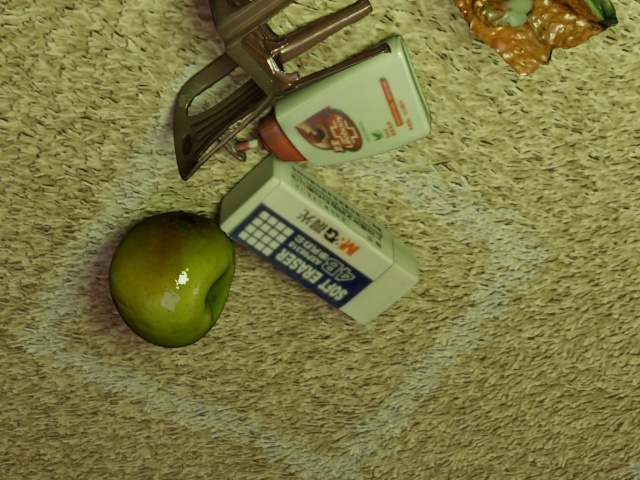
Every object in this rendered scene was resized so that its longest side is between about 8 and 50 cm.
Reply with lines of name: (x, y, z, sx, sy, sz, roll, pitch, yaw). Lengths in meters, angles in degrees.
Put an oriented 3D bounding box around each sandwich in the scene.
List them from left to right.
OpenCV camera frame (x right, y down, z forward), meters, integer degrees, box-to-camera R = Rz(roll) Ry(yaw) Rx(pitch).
sandwich: (0.235, -0.308, 1.614, 0.292, 0.212, 0.109, 24, 140, -35)

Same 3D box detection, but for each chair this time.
chair: (-0.099, -0.239, 1.673, 0.326, 0.175, 0.183, -31, 132, 14)

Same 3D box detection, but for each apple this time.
apple: (-0.211, 0.054, 1.897, 0.157, 0.196, 0.196, 20, 132, 21)

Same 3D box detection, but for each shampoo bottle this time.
shampoo bottle: (-0.001, -0.164, 1.795, 0.284, 0.071, 0.153, -18, 127, 12)

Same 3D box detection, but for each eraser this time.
eraser: (0.000, 0.000, 1.918, 0.279, 0.081, 0.124, 35, 120, -25)
